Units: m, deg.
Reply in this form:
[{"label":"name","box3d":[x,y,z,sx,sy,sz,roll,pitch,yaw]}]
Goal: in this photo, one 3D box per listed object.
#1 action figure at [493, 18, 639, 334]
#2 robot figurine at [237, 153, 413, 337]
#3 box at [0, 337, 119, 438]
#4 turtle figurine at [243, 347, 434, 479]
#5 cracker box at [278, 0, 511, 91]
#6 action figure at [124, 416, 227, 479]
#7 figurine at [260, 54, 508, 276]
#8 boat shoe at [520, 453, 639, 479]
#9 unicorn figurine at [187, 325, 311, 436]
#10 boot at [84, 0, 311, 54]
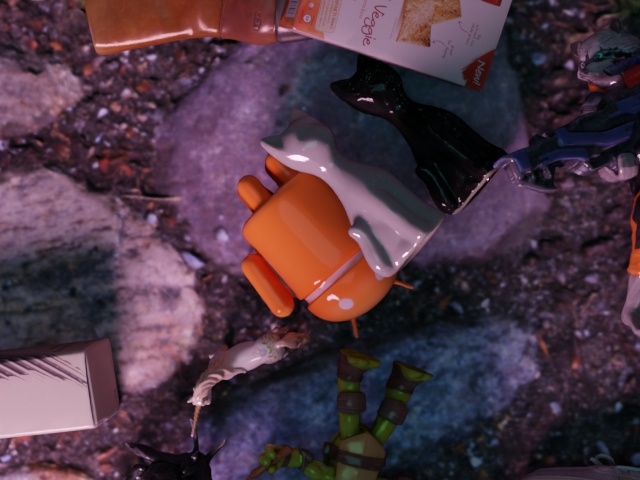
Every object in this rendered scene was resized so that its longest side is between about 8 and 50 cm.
[{"label":"action figure","box3d":[0.325,-0.068,1.349,0.341,0.178,0.330,-13,88,-17]},{"label":"robot figurine","box3d":[0.002,-0.001,1.410,0.219,0.158,0.128,49,136,1]},{"label":"box","box3d":[-0.386,0.180,1.478,0.275,0.113,0.094,-8,93,6]},{"label":"turtle figurine","box3d":[0.058,0.245,1.446,0.269,0.087,0.217,17,92,-5]},{"label":"cracker box","box3d":[0.089,-0.270,1.365,0.232,0.067,0.156,15,97,-20]},{"label":"action figure","box3d":[-0.190,0.340,1.458,0.164,0.141,0.276,30,84,10]},{"label":"figurine","box3d":[0.064,-0.093,1.372,0.209,0.215,0.092,43,142,8]},{"label":"boat shoe","box3d":[0.377,0.307,1.415,0.320,0.103,0.118,2,114,15]},{"label":"unicorn figurine","box3d":[-0.092,0.141,1.440,0.162,0.111,0.060,-38,91,8]},{"label":"boot","box3d":[-0.136,-0.350,1.433,0.280,0.096,0.264,0,103,14]}]
